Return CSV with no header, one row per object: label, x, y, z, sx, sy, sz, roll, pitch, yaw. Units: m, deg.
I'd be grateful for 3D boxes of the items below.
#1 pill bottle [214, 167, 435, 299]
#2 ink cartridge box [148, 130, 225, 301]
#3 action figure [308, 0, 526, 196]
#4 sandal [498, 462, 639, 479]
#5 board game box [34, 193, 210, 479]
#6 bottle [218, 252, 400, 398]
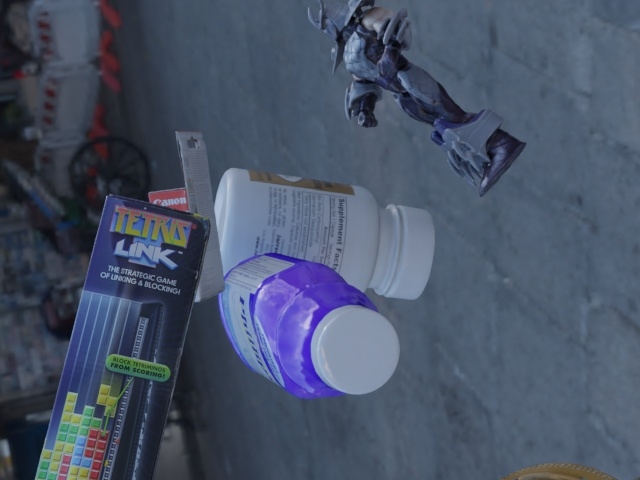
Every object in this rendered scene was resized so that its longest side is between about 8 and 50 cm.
pill bottle,0.000,0.000,1.312,0.131,0.229,0.131,-172,90,-78
ink cartridge box,-0.093,-0.016,0.826,0.063,0.029,0.115,-22,-76,-78
action figure,0.094,-0.169,1.321,0.285,0.099,0.185,41,167,7
sandal,0.095,0.112,0.482,0.049,0.180,0.072,57,144,25
board game box,-0.092,0.068,0.552,0.170,0.048,0.141,127,154,-75
bottle,-0.013,0.077,1.040,0.118,0.092,0.283,68,165,-10
